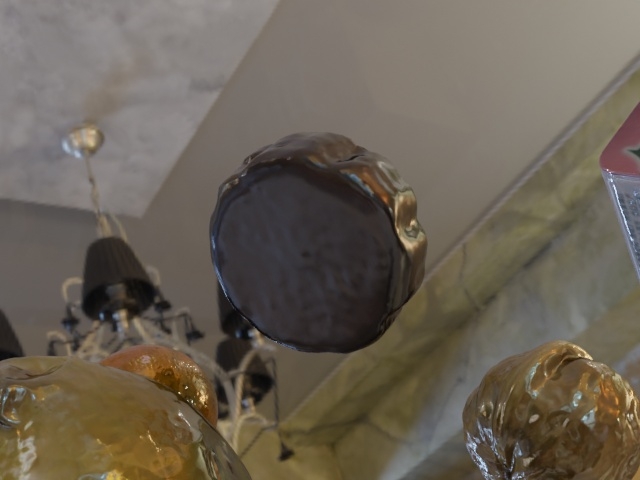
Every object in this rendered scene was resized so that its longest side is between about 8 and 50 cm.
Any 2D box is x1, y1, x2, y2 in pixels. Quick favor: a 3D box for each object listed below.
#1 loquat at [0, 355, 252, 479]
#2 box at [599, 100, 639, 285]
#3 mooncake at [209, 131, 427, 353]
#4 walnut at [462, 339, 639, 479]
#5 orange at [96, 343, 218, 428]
[{"bbox_3d":[-0.103,0.141,0.446,0.152,0.152,0.195,-20,-77,0],"label":"loquat"},{"bbox_3d":[0.393,0.014,0.876,0.190,0.112,0.369,-49,-53,-22],"label":"box"},{"bbox_3d":[0.000,0.000,1.159,0.283,0.283,0.141,-48,-3,35],"label":"mooncake"},{"bbox_3d":[0.381,0.304,1.491,0.285,0.285,0.296,6,-1,-33],"label":"walnut"},{"bbox_3d":[-0.254,0.266,1.286,0.240,0.171,0.240,-11,-66,-25],"label":"orange"}]
